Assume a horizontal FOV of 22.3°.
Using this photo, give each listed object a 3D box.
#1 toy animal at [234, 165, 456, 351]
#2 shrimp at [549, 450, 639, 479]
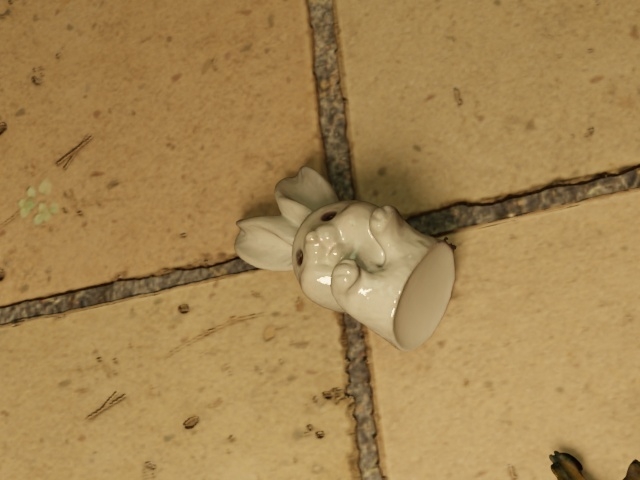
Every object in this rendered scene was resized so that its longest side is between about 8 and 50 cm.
[{"bbox_3d":[0.003,-0.001,1.403,0.221,0.131,0.103,28,90,31],"label":"toy animal"},{"bbox_3d":[0.242,0.233,1.196,0.059,0.145,0.254,-8,53,-26],"label":"shrimp"}]
